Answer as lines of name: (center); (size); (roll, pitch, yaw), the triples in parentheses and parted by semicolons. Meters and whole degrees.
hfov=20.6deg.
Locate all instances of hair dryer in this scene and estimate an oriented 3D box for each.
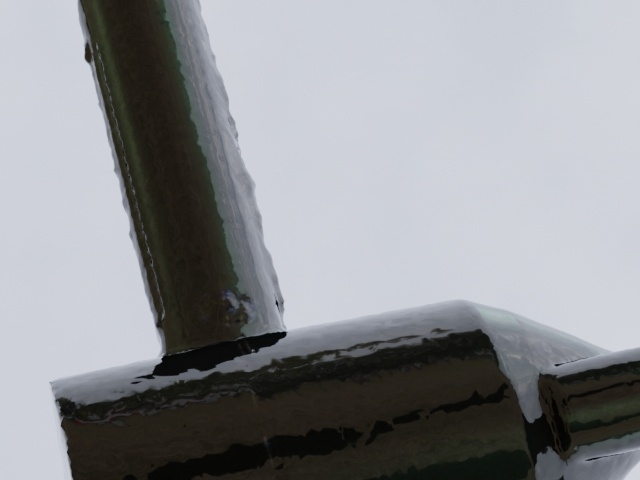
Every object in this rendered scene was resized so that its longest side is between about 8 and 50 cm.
hair dryer: (0.000, 0.000, 0.724); (0.244, 0.116, 0.302); (-11, -112, -12)
